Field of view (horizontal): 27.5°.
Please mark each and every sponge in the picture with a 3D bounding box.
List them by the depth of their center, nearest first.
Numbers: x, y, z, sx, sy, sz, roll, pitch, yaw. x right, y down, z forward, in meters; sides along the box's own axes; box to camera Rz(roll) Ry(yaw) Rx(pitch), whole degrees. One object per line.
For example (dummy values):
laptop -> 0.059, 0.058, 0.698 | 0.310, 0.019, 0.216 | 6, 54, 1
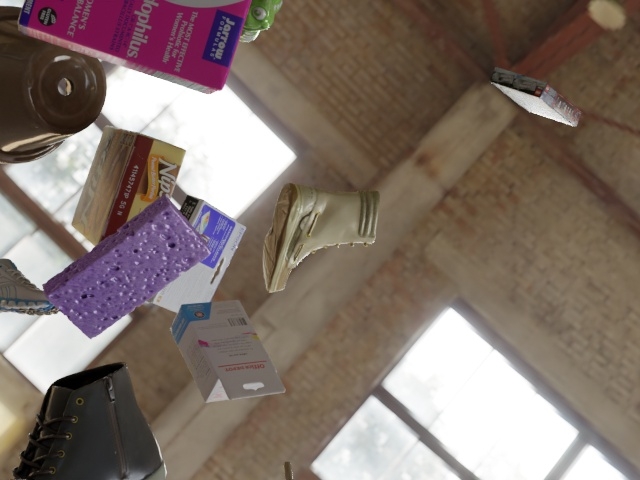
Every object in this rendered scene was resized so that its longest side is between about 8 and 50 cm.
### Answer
sponge -> -0.262, 0.039, 1.775 | 0.117, 0.210, 0.031 | 52, 3, -46

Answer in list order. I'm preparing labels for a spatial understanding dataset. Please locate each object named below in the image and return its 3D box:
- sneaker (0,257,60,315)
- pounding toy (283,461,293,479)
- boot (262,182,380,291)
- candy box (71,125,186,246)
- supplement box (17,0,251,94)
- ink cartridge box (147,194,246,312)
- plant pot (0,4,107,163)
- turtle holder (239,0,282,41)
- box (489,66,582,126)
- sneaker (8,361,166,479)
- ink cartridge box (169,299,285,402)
sneaker -> -0.457, 0.067, 1.937 | 0.191, 0.083, 0.071 | 2, -14, 25
pounding toy -> -0.012, 0.384, 1.732 | 0.100, 0.130, 0.141 | -11, -65, 39
boot -> 0.000, 0.000, 2.578 | 0.095, 0.203, 0.262 | -112, -149, -47
candy box -> -0.307, -0.079, 2.061 | 0.088, 0.183, 0.316 | 20, 0, -20
supplement box -> -0.195, -0.239, 1.376 | 0.220, 0.111, 0.114 | 17, 1, -13
ink cartridge box -> -0.232, 0.036, 2.389 | 0.045, 0.206, 0.208 | 24, -4, 23
plant pot -> -0.461, -0.251, 2.106 | 0.229, 0.263, 0.263 | 8, -41, 50
turtle holder -> -0.163, -0.507, 2.296 | 0.243, 0.320, 0.227 | 22, -32, -4
box -> 0.327, -0.217, 1.982 | 0.094, 0.027, 0.137 | 24, 0, 37
sneaker -> -0.234, 0.191, 1.085 | 0.083, 0.222, 0.118 | -1, -69, 42
ink cartridge box -> -0.138, 0.177, 1.946 | 0.181, 0.104, 0.061 | 59, -44, 33
